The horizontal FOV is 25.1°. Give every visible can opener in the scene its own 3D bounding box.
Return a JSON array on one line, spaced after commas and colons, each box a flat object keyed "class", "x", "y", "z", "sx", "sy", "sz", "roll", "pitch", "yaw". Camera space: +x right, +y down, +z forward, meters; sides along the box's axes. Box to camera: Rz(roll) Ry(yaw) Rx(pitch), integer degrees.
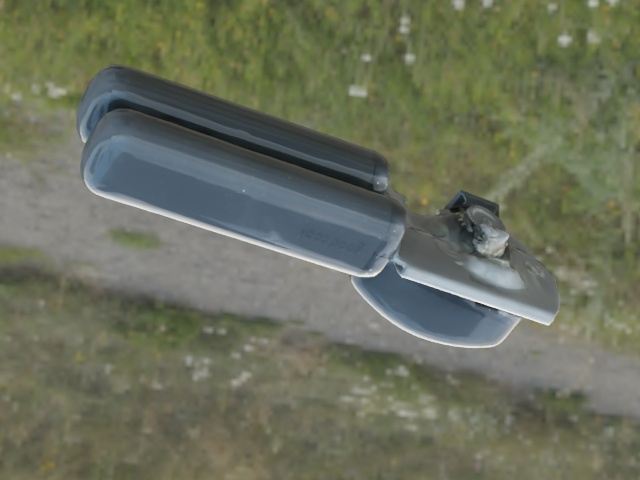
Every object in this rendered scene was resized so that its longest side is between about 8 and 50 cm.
[{"class": "can opener", "x": 0.000, "y": 0.000, "z": 0.746, "sx": 0.283, "sy": 0.076, "sz": 0.095, "roll": 17, "pitch": 124, "yaw": -26}]
